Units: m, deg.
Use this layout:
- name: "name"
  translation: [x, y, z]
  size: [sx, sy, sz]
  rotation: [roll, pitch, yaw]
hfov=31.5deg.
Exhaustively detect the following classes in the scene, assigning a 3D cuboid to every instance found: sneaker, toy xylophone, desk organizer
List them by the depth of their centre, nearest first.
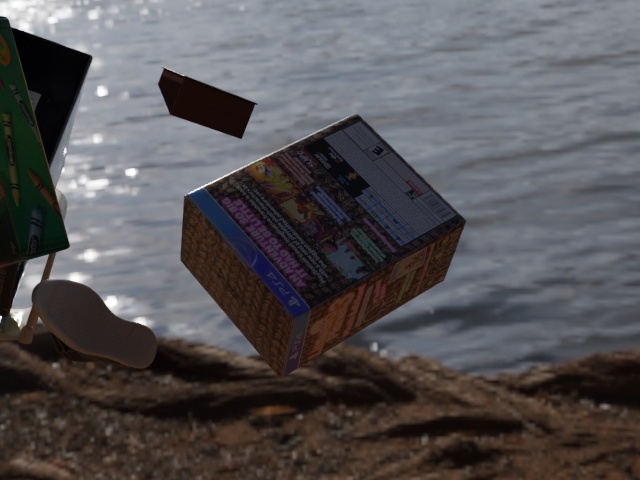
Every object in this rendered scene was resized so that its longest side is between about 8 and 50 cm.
- name: "desk organizer"
  translation: [-0.144, -0.169, 1.403]
  size: [0.047, 0.050, 0.130]
  rotation: [27, 8, 40]
- name: "sneaker"
  translation: [-0.414, 0.144, 1.886]
  size: [0.147, 0.104, 0.296]
  rotation: [-1, -23, 29]
- name: "toy xylophone"
  translation: [-0.537, 0.050, 2.092]
  size: [0.081, 0.322, 0.236]
  rotation: [15, 13, -13]

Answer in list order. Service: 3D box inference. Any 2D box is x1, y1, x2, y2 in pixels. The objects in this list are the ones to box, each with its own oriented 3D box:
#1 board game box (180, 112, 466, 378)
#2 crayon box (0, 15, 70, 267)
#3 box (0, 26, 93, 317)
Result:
- name: "board game box"
  translation: [0.000, 0.000, 1.500]
  size: [0.291, 0.141, 0.232]
  rotation: [-28, 61, -28]
- name: "crayon box"
  translation: [-0.404, -0.101, 1.304]
  size: [0.165, 0.278, 0.081]
  rotation: [-16, 0, 34]
- name: "box"
  translation: [-0.519, -0.111, 1.820]
  size: [0.179, 0.312, 0.343]
  rotation: [18, 52, -10]
